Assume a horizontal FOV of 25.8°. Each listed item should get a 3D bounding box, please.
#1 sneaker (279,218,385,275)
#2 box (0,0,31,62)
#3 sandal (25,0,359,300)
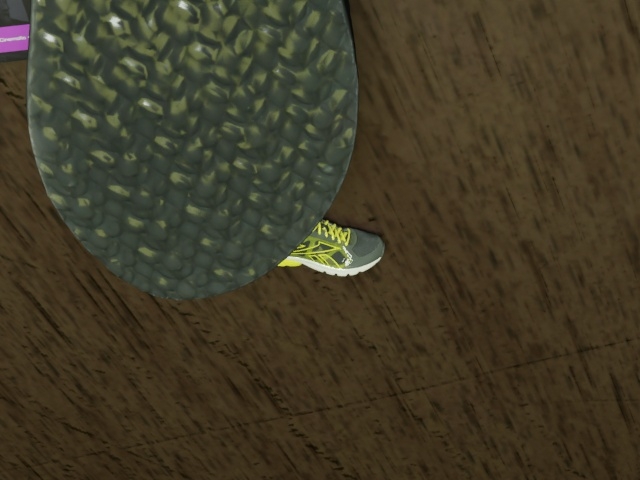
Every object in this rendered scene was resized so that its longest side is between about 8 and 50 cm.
[{"bbox_3d":[0.000,0.000,0.886,0.083,0.031,0.035,2,137,-2],"label":"sneaker"},{"bbox_3d":[-0.198,-0.158,0.717,0.116,0.029,0.162,-5,138,4],"label":"box"},{"bbox_3d":[-0.070,-0.168,0.670,0.167,0.107,0.446,-2,125,4],"label":"sandal"}]
